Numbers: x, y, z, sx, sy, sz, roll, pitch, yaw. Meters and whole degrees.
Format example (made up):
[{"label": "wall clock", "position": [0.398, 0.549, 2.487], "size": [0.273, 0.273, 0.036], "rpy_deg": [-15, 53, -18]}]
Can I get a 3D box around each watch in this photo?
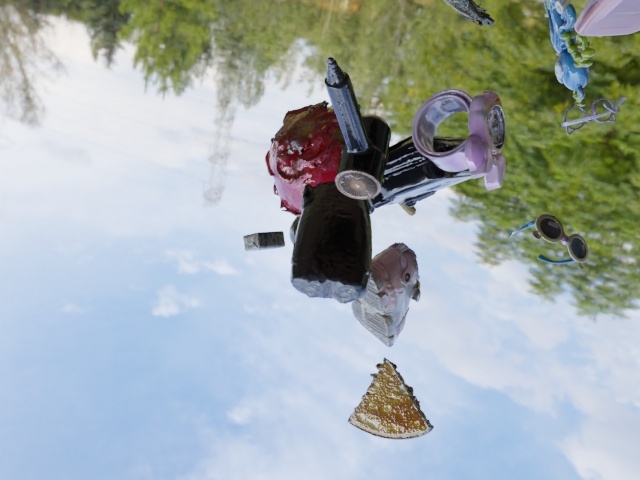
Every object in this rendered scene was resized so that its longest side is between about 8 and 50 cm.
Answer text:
[{"label": "watch", "position": [0.356, -0.255, 1.868], "size": [0.217, 0.248, 0.211], "rpy_deg": [0, 166, 35]}]

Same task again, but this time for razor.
[{"label": "razor", "position": [0.030, -0.006, 1.737], "size": [0.189, 0.107, 0.327], "rpy_deg": [8, -133, -3]}]

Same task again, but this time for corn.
[{"label": "corn", "position": [0.305, -0.127, 2.606], "size": [0.092, 0.037, 0.037], "rpy_deg": [47, -155, 8]}]

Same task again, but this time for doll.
[{"label": "doll", "position": [0.739, -0.587, 2.217], "size": [0.098, 0.341, 0.346], "rpy_deg": [-21, 172, 10]}]

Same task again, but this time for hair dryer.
[{"label": "hair dryer", "position": [0.071, -0.270, 1.569], "size": [0.107, 0.352, 0.189], "rpy_deg": [1, -127, 18]}]

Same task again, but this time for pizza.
[{"label": "pizza", "position": [0.168, 0.363, 1.678], "size": [0.201, 0.193, 0.053], "rpy_deg": [10, -169, 21]}]

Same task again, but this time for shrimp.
[{"label": "shrimp", "position": [0.409, -0.667, 1.937], "size": [0.217, 0.150, 0.051], "rpy_deg": [35, -151, -24]}]

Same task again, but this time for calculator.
[{"label": "calculator", "position": [0.692, -0.527, 1.566], "size": [0.220, 0.048, 0.330], "rpy_deg": [-8, 165, -14]}]

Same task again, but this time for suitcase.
[{"label": "suitcase", "position": [0.312, -0.219, 2.292], "size": [0.339, 0.188, 0.345], "rpy_deg": [-18, 175, 36]}]

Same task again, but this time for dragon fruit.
[{"label": "dragon fruit", "position": [-0.010, -0.239, 2.050], "size": [0.249, 0.371, 0.386], "rpy_deg": [32, 180, -42]}]

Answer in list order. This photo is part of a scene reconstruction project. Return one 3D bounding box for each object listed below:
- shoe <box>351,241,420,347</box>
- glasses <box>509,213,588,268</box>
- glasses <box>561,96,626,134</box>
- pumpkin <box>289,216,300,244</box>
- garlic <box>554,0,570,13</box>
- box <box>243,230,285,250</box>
[{"label": "shoe", "position": [0.214, 0.166, 2.181], "size": [0.198, 0.351, 0.172], "rpy_deg": [-36, -125, -21]}, {"label": "glasses", "position": [0.643, -0.007, 2.072], "size": [0.189, 0.088, 0.220], "rpy_deg": [32, 177, -12]}, {"label": "glasses", "position": [0.597, -0.268, 1.545], "size": [0.140, 0.062, 0.104], "rpy_deg": [-16, -169, -12]}, {"label": "pumpkin", "position": [0.000, 0.000, 2.332], "size": [0.223, 0.157, 0.224], "rpy_deg": [43, -169, -10]}, {"label": "garlic", "position": [0.384, -0.362, 0.926], "size": [0.194, 0.131, 0.127], "rpy_deg": [-29, -149, 15]}, {"label": "box", "position": [-0.142, 0.002, 1.853], "size": [0.062, 0.045, 0.098], "rpy_deg": [-10, 178, 40]}]
